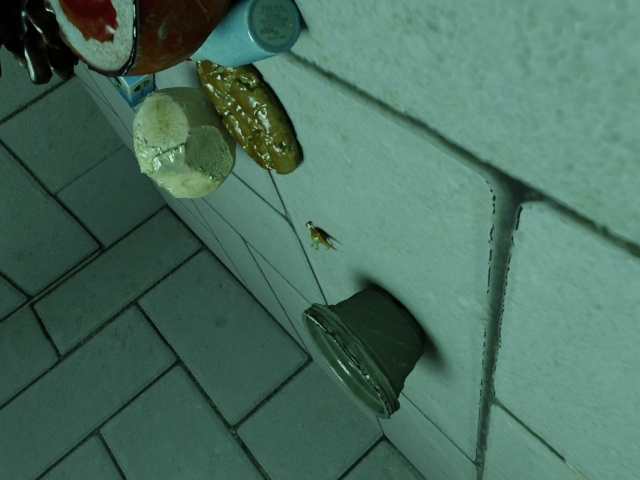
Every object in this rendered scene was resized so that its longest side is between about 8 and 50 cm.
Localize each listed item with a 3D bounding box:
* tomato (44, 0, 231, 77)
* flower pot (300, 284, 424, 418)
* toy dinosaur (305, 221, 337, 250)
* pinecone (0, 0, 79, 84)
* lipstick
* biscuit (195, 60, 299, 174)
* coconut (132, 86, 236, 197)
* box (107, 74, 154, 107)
[{"bbox_3d":[-0.156,-0.267,0.490,0.181,0.155,0.214,47,137,19],"label":"tomato"},{"bbox_3d":[0.083,0.173,0.914,0.235,0.140,0.235,45,163,18],"label":"flower pot"},{"bbox_3d":[0.000,0.002,0.960,0.113,0.026,0.041,48,152,48],"label":"toy dinosaur"},{"bbox_3d":[-0.468,-0.394,0.722,0.398,0.397,0.398,46,165,16],"label":"pinecone"},{"bbox_3d":[-0.113,-0.235,0.619,0.061,0.068,0.274,10,-173,-33],"label":"lipstick"},{"bbox_3d":[-0.112,-0.190,0.797,0.226,0.042,0.226,48,166,16],"label":"biscuit"},{"bbox_3d":[-0.236,-0.179,0.932,0.194,0.194,0.194,46,165,16],"label":"coconut"},{"bbox_3d":[-0.458,-0.405,1.243,0.139,0.073,0.194,53,165,-9],"label":"box"}]
